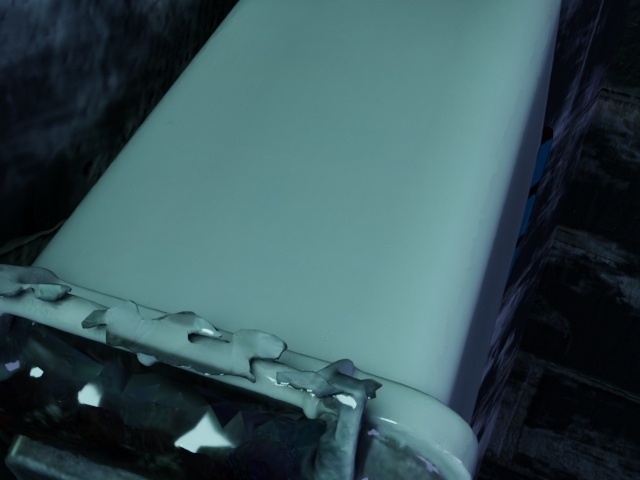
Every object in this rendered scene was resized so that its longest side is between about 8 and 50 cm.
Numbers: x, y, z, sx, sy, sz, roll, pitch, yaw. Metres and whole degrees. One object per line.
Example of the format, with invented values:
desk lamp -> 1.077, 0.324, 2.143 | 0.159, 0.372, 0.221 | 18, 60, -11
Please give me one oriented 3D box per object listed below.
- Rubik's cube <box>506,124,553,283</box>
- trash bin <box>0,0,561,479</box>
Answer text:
Rubik's cube -> 0.079, -0.030, 0.844 | 0.162, 0.163, 0.160 | -29, 137, -56
trash bin -> 0.000, 0.000, 0.558 | 0.296, 0.256, 0.367 | 79, 31, -54
